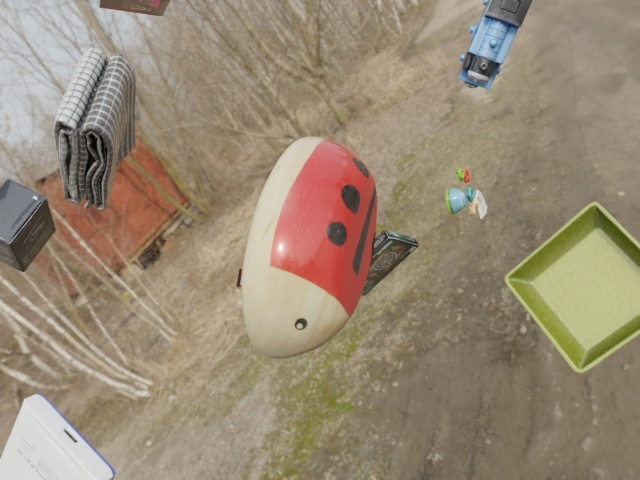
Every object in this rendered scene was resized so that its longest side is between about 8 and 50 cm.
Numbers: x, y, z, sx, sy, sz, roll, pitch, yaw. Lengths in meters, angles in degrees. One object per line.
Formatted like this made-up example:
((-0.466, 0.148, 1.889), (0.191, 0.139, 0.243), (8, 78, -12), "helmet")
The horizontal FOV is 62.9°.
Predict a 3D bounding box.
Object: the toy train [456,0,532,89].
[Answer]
((0.295, -0.351, 0.894), (0.105, 0.080, 0.184), (-55, -13, -69), "toy train")

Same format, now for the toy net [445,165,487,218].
((0.399, -0.123, 1.428), (0.045, 0.122, 0.232), (-9, -11, 32), "toy net")

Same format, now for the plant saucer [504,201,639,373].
((0.411, 0.072, 0.795), (0.188, 0.045, 0.188), (-48, 53, 26), "plant saucer")

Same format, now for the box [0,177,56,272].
((-0.786, -0.035, 1.353), (0.153, 0.108, 0.207), (-66, 7, -31), "box")

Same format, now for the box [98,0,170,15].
((-0.386, -0.629, 1.081), (0.143, 0.271, 0.165), (-1, 10, -23), "box")

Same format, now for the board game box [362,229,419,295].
((0.118, 0.054, 1.165), (0.186, 0.126, 0.026), (-46, 55, 24), "board game box")

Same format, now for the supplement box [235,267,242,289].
((-0.262, 0.150, 1.961), (0.188, 0.104, 0.081), (153, 128, -80), "supplement box")

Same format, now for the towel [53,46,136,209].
((-0.475, -0.228, 1.126), (0.284, 0.121, 0.235), (121, 154, -53), "towel")

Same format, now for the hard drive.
((-0.507, 0.463, 0.955), (0.319, 0.210, 0.040), (-59, -16, 21), "hard drive")

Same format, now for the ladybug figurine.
((0.000, 0.000, 0.956), (0.161, 0.305, 0.450), (3, 62, 23), "ladybug figurine")
